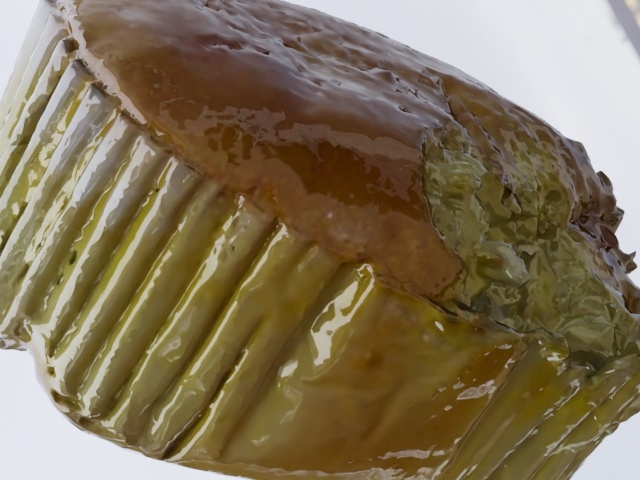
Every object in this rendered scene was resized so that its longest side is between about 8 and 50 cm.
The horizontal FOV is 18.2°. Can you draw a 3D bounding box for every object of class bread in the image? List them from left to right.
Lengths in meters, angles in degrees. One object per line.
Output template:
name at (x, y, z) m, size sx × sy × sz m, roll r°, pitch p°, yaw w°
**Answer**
bread at (0.000, 0.000, 0.699) m, size 0.250 × 0.133 × 0.179 m, roll 23°, pitch -158°, yaw -21°
